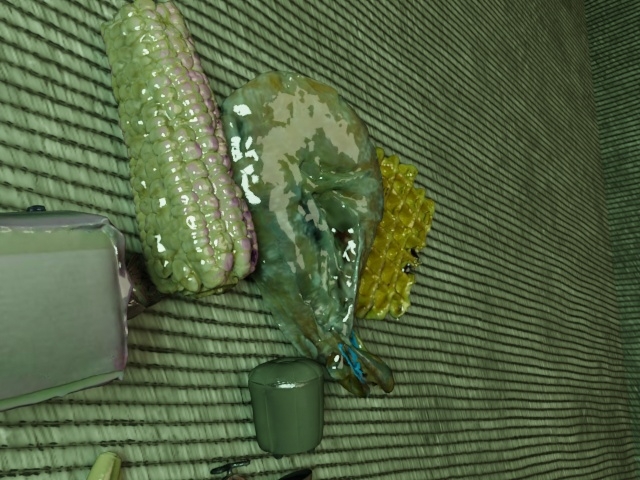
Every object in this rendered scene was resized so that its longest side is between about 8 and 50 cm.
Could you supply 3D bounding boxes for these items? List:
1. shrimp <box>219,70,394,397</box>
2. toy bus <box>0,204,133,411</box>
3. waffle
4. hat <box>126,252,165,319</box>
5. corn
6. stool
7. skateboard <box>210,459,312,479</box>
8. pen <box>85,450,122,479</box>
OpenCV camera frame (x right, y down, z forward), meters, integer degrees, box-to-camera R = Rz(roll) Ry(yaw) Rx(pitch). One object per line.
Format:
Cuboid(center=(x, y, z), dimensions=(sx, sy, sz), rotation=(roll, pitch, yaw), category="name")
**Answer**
Cuboid(center=(0.000, 0.000, 0.712), dimensions=(0.221, 0.110, 0.446), rotation=(-20, 101, -17), category="shrimp")
Cuboid(center=(-0.321, 0.056, 0.345), dimensions=(0.386, 0.162, 0.171), rotation=(-6, 87, -47), category="toy bus")
Cuboid(center=(0.095, -0.011, 0.881), dimensions=(0.309, 0.065, 0.284), rotation=(-12, 88, -44), category="waffle")
Cuboid(center=(-0.201, 0.053, 0.571), dimensions=(0.058, 0.042, 0.087), rotation=(60, 11, -23), category="hat")
Cuboid(center=(-0.153, -0.102, 0.592), dimensions=(0.126, 0.126, 0.335), rotation=(-11, 87, -48), category="corn")
Cuboid(center=(-0.040, 0.202, 0.663), dimensions=(0.096, 0.096, 0.110), rotation=(-4, 90, -47), category="stool")
Cuboid(center=(-0.071, 0.296, 0.636), dimensions=(0.151, 0.067, 0.080), rotation=(3, 70, -43), category="skateboard")
Cuboid(center=(-0.227, 0.312, 0.483), dimensions=(0.040, 0.032, 0.234), rotation=(54, 44, -56), category="pen")
